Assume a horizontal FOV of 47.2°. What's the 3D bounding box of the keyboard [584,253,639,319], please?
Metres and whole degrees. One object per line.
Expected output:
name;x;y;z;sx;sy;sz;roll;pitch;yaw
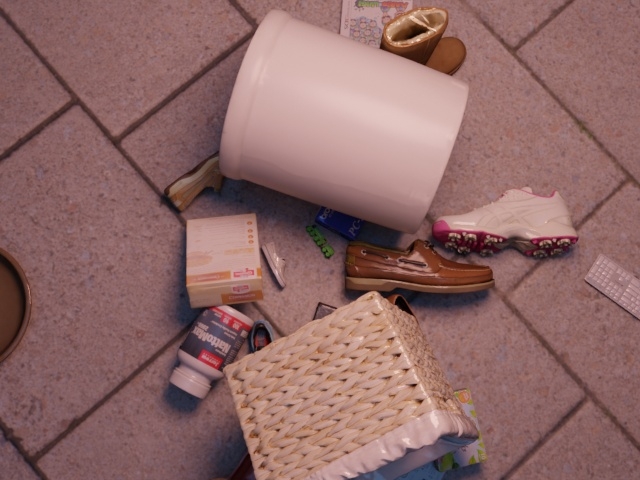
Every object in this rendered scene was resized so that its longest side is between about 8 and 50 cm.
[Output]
keyboard;0.679;0.129;1.547;0.256;0.014;0.072;36;80;4

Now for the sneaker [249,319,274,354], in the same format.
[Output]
sneaker;-0.116;0.238;1.460;0.063;0.073;0.162;-11;81;-5

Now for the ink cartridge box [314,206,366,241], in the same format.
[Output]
ink cartridge box;0.079;-0.108;1.545;0.097;0.046;0.207;29;80;4

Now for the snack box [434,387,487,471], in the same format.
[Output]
snack box;0.261;0.373;1.447;0.100;0.037;0.141;-13;81;-6

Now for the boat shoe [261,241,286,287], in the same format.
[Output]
boat shoe;-0.088;0.048;1.516;0.035;0.035;0.100;-25;75;-4

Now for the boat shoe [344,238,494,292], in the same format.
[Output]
boat shoe;0.202;0.049;1.482;0.307;0.111;0.105;1;92;-3

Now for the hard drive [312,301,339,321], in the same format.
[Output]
hard drive;0.045;0.191;1.501;0.135;0.022;0.094;19;80;0

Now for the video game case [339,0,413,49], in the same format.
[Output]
video game case;0.124;-0.490;1.623;0.157;0.019;0.143;4;79;2

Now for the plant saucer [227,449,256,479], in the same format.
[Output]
plant saucer;-0.098;0.570;1.415;0.258;0.048;0.259;35;81;3

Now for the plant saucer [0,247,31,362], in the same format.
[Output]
plant saucer;-0.714;0.134;1.467;0.277;0.041;0.278;0;81;-2

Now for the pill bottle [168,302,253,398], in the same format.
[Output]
pill bottle;-0.218;0.214;1.443;0.108;0.108;0.180;28;80;2

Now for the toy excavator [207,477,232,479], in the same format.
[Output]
toy excavator;-0.280;0.694;1.283;0.432;0.222;0.445;-19;82;-2

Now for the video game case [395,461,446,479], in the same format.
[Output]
video game case;0.170;0.409;1.469;0.193;0.023;0.212;31;81;3

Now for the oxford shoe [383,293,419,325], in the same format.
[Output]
oxford shoe;0.179;0.207;1.470;0.076;0.076;0.212;-23;83;-35

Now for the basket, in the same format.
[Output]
basket;0.061;0.289;1.279;0.331;0.328;0.267;-28;66;12

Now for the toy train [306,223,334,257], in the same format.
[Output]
toy train;0.000;0.000;1.537;0.023;0.017;0.083;-33;83;-18

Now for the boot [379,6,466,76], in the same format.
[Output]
boot;0.219;-0.393;1.488;0.236;0.269;0.089;-28;83;-7

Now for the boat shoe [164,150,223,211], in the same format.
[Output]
boat shoe;-0.231;-0.131;1.531;0.190;0.068;0.072;-36;96;2

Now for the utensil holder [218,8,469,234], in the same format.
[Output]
utensil holder;0.046;-0.216;1.382;0.385;0.327;0.328;19;80;1

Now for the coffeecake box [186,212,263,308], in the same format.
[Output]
coffeecake box;-0.190;0.037;1.448;0.142;0.068;0.186;-6;44;-4

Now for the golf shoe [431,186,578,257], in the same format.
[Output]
golf shoe;0.378;-0.043;1.526;0.306;0.115;0.140;3;69;-9
